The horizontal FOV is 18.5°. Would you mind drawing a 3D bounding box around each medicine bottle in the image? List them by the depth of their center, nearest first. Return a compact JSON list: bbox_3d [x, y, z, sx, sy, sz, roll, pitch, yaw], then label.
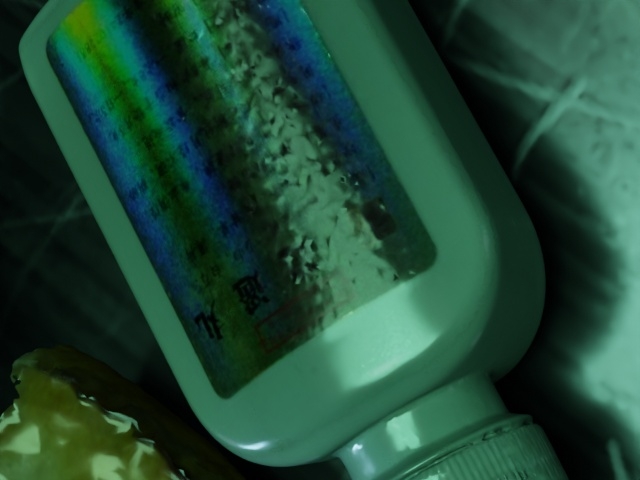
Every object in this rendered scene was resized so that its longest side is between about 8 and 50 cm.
[{"bbox_3d":[0.000,0.000,0.635,0.121,0.083,0.229,-34,73,20],"label":"medicine bottle"}]

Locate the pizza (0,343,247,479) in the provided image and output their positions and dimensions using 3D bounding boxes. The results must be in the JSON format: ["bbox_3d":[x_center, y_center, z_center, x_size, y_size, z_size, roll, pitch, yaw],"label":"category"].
[{"bbox_3d":[-0.059,0.207,0.661,0.223,0.089,0.323,-36,72,16],"label":"pizza"}]
